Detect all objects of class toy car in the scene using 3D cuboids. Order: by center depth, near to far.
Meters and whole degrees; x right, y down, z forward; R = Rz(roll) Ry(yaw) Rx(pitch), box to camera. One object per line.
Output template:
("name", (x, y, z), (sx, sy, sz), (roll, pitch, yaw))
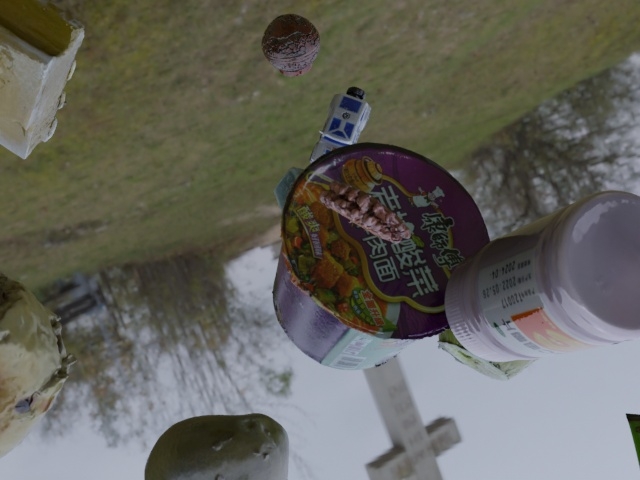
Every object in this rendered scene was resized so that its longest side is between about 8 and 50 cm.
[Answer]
("toy car", (0.042, -0.213, 1.820), (0.080, 0.171, 0.070), (21, 172, 3))

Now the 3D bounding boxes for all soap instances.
("soap", (-0.514, -0.285, 1.406), (0.259, 0.281, 0.143), (-56, -175, 48))

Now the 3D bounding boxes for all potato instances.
("potato", (-0.131, 0.299, 1.221), (0.177, 0.160, 0.235), (-13, 158, -45))

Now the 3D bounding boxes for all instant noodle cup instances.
("instant noodle cup", (0.054, 0.037, 1.140), (0.251, 0.251, 0.190), (-23, 161, -25))

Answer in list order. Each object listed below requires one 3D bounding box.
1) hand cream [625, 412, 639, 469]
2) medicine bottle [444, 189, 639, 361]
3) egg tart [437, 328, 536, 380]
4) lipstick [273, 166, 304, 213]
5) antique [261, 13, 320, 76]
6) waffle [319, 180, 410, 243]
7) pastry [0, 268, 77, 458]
("hand cream", (0.472, 0.306, 1.380), (0.036, 0.023, 0.122), (4, -133, 0))
("medicine bottle", (0.223, 0.044, 0.910), (0.133, 0.133, 0.249), (-22, 176, -20))
("egg tart", (0.247, 0.155, 1.459), (0.078, 0.197, 0.197), (-62, -162, -11))
("lipstick", (0.000, 0.000, 1.611), (0.076, 0.290, 0.077), (8, 136, -39))
("antique", (-0.050, -0.332, 1.586), (0.104, 0.104, 0.104), (-20, -173, 2))
("waffle", (0.039, -0.024, 0.816), (0.029, 0.075, 0.083), (-59, -144, 1))
("pastry", (-0.401, 0.164, 1.080), (0.256, 0.170, 0.236), (-50, -146, -4))
